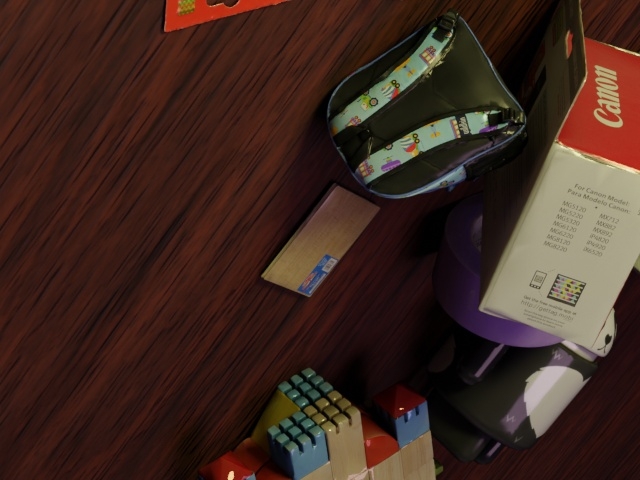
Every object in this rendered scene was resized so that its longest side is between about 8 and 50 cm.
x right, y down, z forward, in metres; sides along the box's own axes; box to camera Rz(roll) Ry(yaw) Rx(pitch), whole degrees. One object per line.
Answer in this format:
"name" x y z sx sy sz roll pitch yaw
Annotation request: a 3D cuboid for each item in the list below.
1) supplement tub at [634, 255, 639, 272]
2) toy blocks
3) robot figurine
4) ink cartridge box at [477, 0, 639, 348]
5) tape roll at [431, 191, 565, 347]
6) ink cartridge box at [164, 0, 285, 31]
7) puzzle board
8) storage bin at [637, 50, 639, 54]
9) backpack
"supplement tub" 0.556 -0.025 2.109 0.272 0.191 0.191 -49 147 5
"toy blocks" -0.009 0.277 1.855 0.381 0.190 0.261 -28 132 -24
"robot figurine" 0.248 0.151 1.971 0.278 0.173 0.209 -52 -170 10
"ink cartridge box" 0.271 -0.093 1.628 0.309 0.130 0.272 -77 -173 -59
"tape roll" 0.227 0.030 1.810 0.189 0.189 0.080 -20 138 -33
"ink cartridge box" -0.057 -0.257 1.328 0.145 0.045 0.179 -20 136 -33
"puzzle board" 0.000 0.000 1.692 0.128 0.011 0.096 -51 148 9
"storage bin" 0.404 -0.131 1.905 0.122 0.084 0.180 -50 148 -19
"backpack" 0.101 -0.116 1.557 0.173 0.158 0.117 -32 165 3
